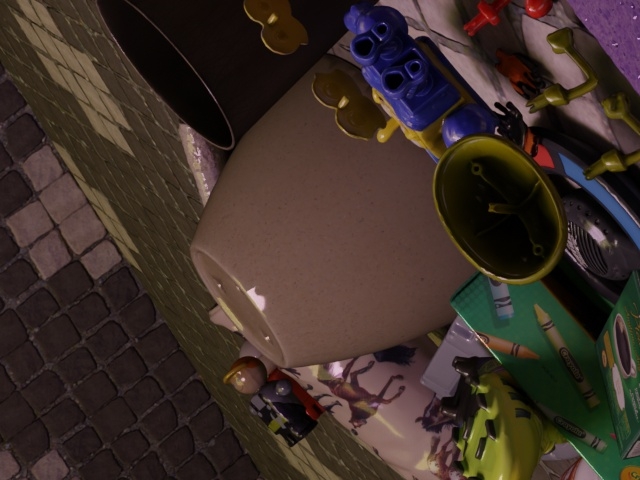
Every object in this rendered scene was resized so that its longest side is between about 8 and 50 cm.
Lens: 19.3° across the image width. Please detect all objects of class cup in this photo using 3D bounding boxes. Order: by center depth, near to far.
[{"bbox_3d":[0.000,0.000,2.032,0.331,0.237,0.331,48,165,17],"label":"cup"}]

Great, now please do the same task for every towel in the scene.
[{"bbox_3d":[-0.121,-0.091,2.331,0.282,0.049,0.187,-90,-17,-74],"label":"towel"}]

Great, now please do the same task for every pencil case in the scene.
[{"bbox_3d":[0.057,0.155,2.254,0.410,0.160,0.183,41,157,-3],"label":"pencil case"}]

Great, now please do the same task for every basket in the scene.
[{"bbox_3d":[-0.054,-0.218,1.675,0.204,0.227,0.154,40,162,36],"label":"basket"}]

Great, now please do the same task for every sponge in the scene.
[{"bbox_3d":[0.247,-0.134,1.336,0.210,0.031,0.117,51,166,1],"label":"sponge"}]

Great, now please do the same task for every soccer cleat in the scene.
[{"bbox_3d":[0.182,0.170,1.747,0.121,0.093,0.289,16,-171,-4],"label":"soccer cleat"}]

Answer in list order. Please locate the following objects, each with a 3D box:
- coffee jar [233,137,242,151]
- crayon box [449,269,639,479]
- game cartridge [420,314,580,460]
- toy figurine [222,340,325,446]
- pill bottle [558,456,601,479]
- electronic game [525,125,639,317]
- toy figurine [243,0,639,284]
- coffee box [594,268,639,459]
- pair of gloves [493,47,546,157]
[{"bbox_3d":[-0.050,-0.080,2.311,0.096,0.079,0.184,50,169,39],"label":"coffee jar"},{"bbox_3d":[0.251,0.134,1.764,0.278,0.081,0.165,50,-170,11],"label":"crayon box"},{"bbox_3d":[0.213,0.156,2.012,0.196,0.060,0.294,35,164,6],"label":"game cartridge"},{"bbox_3d":[-0.013,0.145,2.444,0.148,0.213,0.209,48,-168,1],"label":"toy figurine"},{"bbox_3d":[0.312,0.263,1.936,0.121,0.121,0.216,49,166,11],"label":"pill bottle"},{"bbox_3d":[0.241,-0.004,1.643,0.229,0.048,0.229,48,166,16],"label":"electronic game"},{"bbox_3d":[0.121,-0.125,1.569,0.362,0.191,0.217,49,-175,17],"label":"toy figurine"},{"bbox_3d":[0.274,0.104,1.573,0.184,0.040,0.113,96,166,-66],"label":"coffee box"},{"bbox_3d":[0.168,-0.118,1.601,0.074,0.010,0.083,-136,42,-54],"label":"pair of gloves"}]
